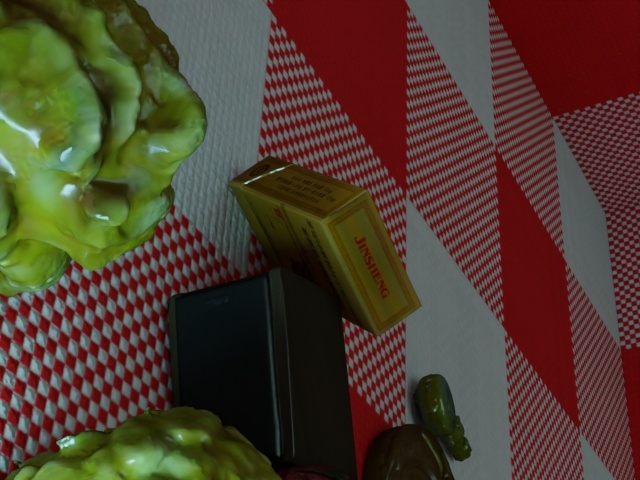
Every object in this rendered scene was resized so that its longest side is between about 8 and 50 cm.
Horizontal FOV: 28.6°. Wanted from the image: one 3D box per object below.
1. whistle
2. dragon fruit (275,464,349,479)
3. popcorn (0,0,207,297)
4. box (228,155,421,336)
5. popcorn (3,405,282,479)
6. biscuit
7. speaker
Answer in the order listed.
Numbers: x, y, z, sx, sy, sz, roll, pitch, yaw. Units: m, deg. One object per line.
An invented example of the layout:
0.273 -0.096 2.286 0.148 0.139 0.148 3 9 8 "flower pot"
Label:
0.206 0.305 2.108 0.104 0.057 0.198 -89 160 -44 "whistle"
-0.039 0.342 1.269 0.198 0.269 0.200 23 13 -12 "dragon fruit"
-0.236 -0.123 1.096 0.325 0.290 0.321 -12 89 -48 "popcorn"
0.000 0.000 1.589 0.274 0.076 0.174 24 -37 60 "box"
-0.156 0.271 1.072 0.282 0.282 0.247 12 68 -64 "popcorn"
0.152 0.467 1.856 0.350 0.070 0.394 21 58 -62 "biscuit"
-0.065 0.171 1.448 0.192 0.153 0.231 34 46 -58 "speaker"
